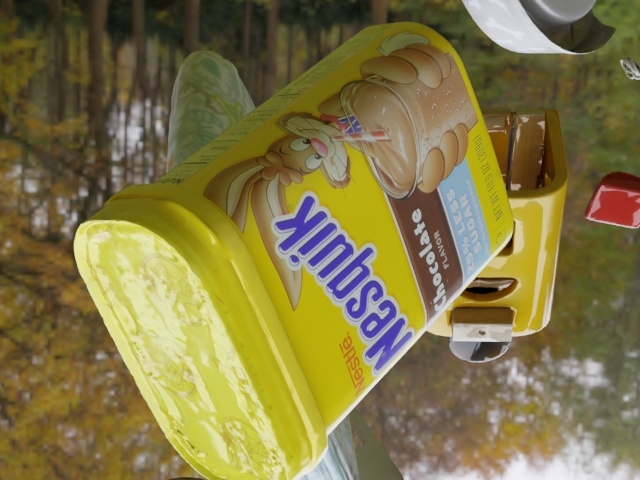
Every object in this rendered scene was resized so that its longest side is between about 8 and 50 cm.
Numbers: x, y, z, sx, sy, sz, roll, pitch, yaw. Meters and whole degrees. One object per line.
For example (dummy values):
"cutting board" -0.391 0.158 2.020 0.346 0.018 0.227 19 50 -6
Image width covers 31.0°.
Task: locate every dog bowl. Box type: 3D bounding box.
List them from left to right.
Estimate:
"dog bowl" 0.298 -0.421 1.602 0.102 0.349 0.348 -7 -178 43

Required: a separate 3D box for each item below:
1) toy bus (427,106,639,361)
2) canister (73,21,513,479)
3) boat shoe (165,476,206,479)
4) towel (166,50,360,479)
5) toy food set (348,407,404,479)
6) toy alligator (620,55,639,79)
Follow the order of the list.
"toy bus" 0.098 0.015 0.715 0.202 0.191 0.104 34 -144 -25
"canister" 0.000 0.000 0.465 0.073 0.126 0.170 2 -146 44
"boat shoe" -0.147 0.201 0.522 0.257 0.095 0.095 -36 -165 1
"towel" -0.054 0.065 1.035 0.090 0.374 0.321 -16 -140 5
"toy food set" -0.016 0.338 1.337 0.092 0.306 0.220 11 -159 -29
"toy alligator" 0.346 -0.119 1.047 0.051 0.056 0.190 -29 -126 -1
